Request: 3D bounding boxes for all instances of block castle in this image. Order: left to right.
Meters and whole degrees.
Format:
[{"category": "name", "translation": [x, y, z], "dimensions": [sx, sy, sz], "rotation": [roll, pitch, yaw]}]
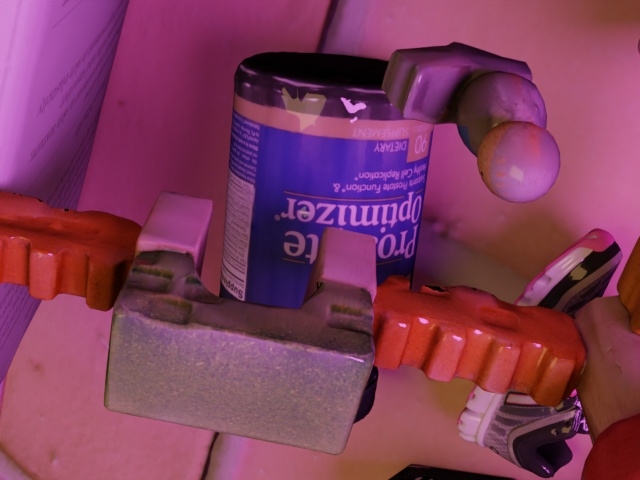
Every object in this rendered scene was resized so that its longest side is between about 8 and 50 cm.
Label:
[{"category": "block castle", "translation": [-0.010, -0.034, 0.348], "dimensions": [0.453, 0.213, 0.303], "rotation": [13, 119, -4]}]

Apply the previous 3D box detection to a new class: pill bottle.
[{"category": "pill bottle", "translation": [0.000, 0.000, 0.621], "dimensions": [0.123, 0.123, 0.219], "rotation": [18, 113, 33]}]

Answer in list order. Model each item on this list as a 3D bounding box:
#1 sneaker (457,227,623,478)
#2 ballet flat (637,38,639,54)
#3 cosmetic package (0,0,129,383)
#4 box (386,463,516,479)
[{"category": "sneaker", "translation": [0.142, 0.072, 0.572], "dimensions": [0.075, 0.063, 0.170], "rotation": [37, 126, 25]}, {"category": "ballet flat", "translation": [0.248, -0.109, 0.427], "dimensions": [0.221, 0.077, 0.079], "rotation": [9, 141, 33]}, {"category": "cosmetic package", "translation": [-0.319, -0.106, 0.630], "dimensions": [0.327, 0.329, 0.394], "rotation": [18, 117, -8]}, {"category": "box", "translation": [0.080, 0.185, 0.647], "dimensions": [0.083, 0.062, 0.052], "rotation": [-2, 100, 37]}]
